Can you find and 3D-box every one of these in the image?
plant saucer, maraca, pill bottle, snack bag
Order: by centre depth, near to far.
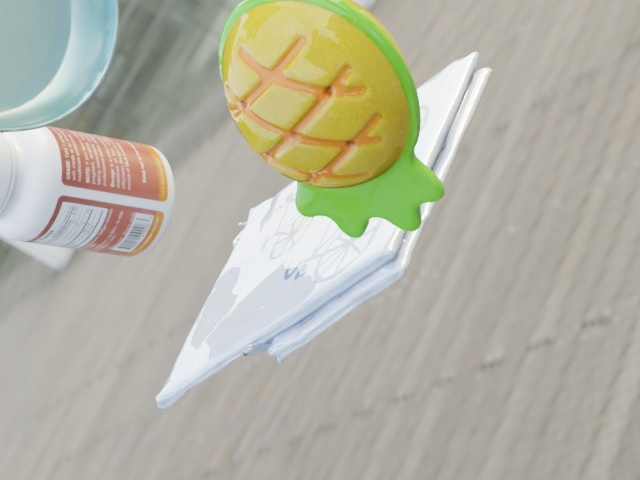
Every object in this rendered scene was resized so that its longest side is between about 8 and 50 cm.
[{"bbox_3d":[0.006,-0.077,1.180,0.127,0.186,0.099,-5,37,33],"label":"maraca"},{"bbox_3d":[-0.298,-0.225,1.507,0.043,0.317,0.317,-27,33,40],"label":"plant saucer"},{"bbox_3d":[0.000,0.000,1.756,0.342,0.037,0.323,-34,20,37],"label":"snack bag"},{"bbox_3d":[-0.266,-0.054,1.940,0.121,0.216,0.121,-13,73,48],"label":"pill bottle"}]
